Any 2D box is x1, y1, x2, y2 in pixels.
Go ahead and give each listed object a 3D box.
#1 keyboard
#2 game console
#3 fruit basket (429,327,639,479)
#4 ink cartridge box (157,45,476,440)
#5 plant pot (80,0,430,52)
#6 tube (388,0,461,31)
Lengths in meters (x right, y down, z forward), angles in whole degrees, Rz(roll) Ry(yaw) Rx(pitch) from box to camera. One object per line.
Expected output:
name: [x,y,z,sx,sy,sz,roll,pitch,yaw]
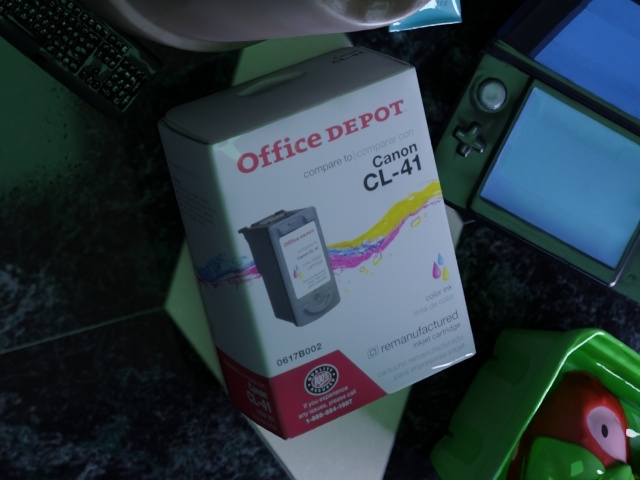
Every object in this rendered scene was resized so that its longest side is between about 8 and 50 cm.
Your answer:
keyboard: [-0.216,-0.193,1.600,0.192,0.038,0.100,38,85,-31]
game console: [0.286,-0.097,1.767,0.293,0.173,0.250,28,87,-12]
fruit basket: [0.326,0.282,1.831,0.392,0.392,0.283,31,89,-31]
ink cartridge box: [0.000,0.000,1.715,0.226,0.131,0.306,-23,115,-20]
plant pot: [-0.029,-0.295,1.503,0.323,0.280,0.323,-14,114,-35]
tube: [0.102,-0.304,1.734,0.080,0.052,0.207,-8,113,-19]
